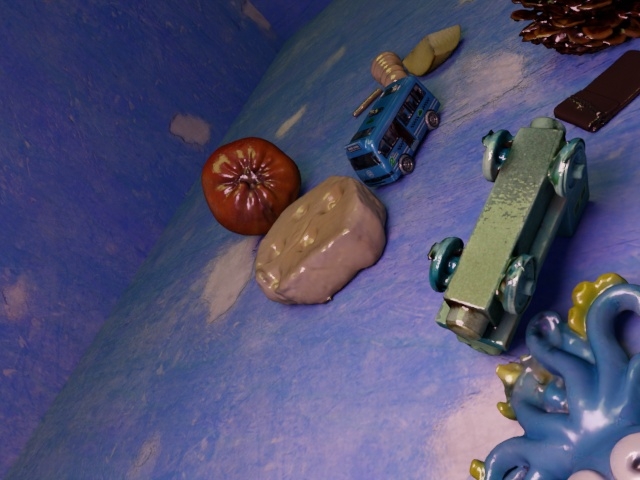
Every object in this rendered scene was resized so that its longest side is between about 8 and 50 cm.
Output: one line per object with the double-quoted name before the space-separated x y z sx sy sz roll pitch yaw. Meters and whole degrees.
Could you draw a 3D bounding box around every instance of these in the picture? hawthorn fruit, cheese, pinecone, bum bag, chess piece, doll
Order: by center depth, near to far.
"doll" 0.263 0.169 0.481 0.346 0.099 0.341 -44 25 16
"bum bag" 0.459 -0.242 0.847 0.159 0.026 0.109 -43 24 10
"pinecone" 0.445 -0.462 0.897 0.247 0.292 0.246 -8 39 7
"cheese" 0.000 0.000 1.133 0.318 0.115 0.326 -55 25 -16
"chess piece" 0.205 -0.471 1.521 0.094 0.094 0.170 -40 29 17
"hawthorn fruit" -0.196 -0.146 1.523 0.277 0.277 0.298 -54 6 -12

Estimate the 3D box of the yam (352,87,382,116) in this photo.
"yam" 0.142 -0.419 1.621 0.116 0.021 0.021 -43 25 8

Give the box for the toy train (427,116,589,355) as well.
"toy train" 0.243 0.000 0.667 0.120 0.194 0.298 18 71 36

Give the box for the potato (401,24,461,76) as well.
"potato" 0.311 -0.500 1.440 0.120 0.081 0.149 -24 -1 -20

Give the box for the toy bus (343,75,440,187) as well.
"toy bus" 0.161 -0.245 1.205 0.114 0.134 0.246 -6 47 56
